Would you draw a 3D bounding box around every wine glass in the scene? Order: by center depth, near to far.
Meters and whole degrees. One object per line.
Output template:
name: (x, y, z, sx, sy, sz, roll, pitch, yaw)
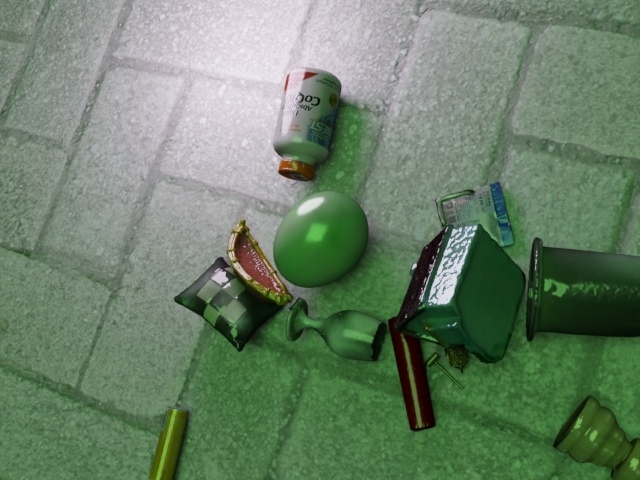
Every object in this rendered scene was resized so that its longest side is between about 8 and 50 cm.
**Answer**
wine glass: (0.040, 0.229, 1.812, 0.241, 0.126, 0.127, 13, 82, 24)

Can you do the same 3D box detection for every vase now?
vase: (0.613, 0.123, 1.595, 0.291, 0.245, 0.245, 5, 79, 12)

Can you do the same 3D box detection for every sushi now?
sushi: (0.327, 0.266, 1.736, 0.061, 0.060, 0.118, -31, 70, 5)

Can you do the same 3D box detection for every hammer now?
hammer: (0.308, 0.324, 1.752, 0.110, 0.019, 0.035, 44, 94, 21)

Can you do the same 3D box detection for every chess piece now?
chess piece: (0.651, 0.468, 1.545, 0.261, 0.143, 0.143, 36, 91, 16)

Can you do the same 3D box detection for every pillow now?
pillow: (-0.245, 0.170, 1.929, 0.250, 0.106, 0.186, 36, 62, 21)

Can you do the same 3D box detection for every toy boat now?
toy boat: (-0.169, 0.077, 1.911, 0.099, 0.141, 0.318, -58, 47, 27)

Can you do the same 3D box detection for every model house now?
model house: (0.302, 0.138, 1.700, 0.248, 0.230, 0.281, -14, 41, 49)

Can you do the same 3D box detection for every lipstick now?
lipstick: (0.225, 0.323, 1.753, 0.073, 0.073, 0.280, -15, 72, 16)

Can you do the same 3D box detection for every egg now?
egg: (0.000, 0.000, 1.828, 0.220, 0.220, 0.270, 41, 98, 23)

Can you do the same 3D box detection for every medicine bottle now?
medicine bottle: (-0.409, 0.560, 1.920, 0.073, 0.074, 0.218, 8, 79, 21)
medicine bottle: (-0.041, -0.312, 1.952, 0.157, 0.157, 0.289, 7, 80, 21)

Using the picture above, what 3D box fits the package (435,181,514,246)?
package: (0.388, -0.050, 1.808, 0.173, 0.027, 0.171, -14, 70, 17)
